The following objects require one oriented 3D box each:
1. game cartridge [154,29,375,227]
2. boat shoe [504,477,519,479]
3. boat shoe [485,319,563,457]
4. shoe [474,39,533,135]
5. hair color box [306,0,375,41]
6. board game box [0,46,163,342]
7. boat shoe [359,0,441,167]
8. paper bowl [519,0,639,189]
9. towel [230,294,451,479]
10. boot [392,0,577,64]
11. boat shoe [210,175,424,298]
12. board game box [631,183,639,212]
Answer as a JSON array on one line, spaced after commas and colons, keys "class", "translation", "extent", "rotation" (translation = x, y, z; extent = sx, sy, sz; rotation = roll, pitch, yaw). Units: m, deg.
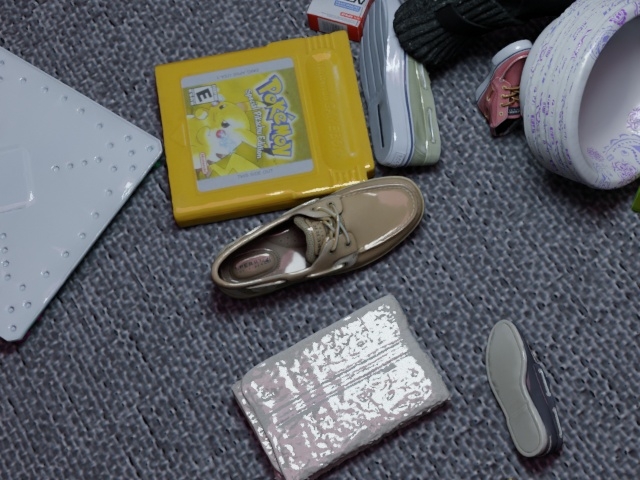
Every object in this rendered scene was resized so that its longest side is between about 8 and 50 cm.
[{"class": "game cartridge", "translation": [-0.090, -0.183, 1.794], "extent": [0.324, 0.052, 0.285], "rotation": [-12, 68, 2]}, {"class": "boat shoe", "translation": [0.274, 0.413, 1.526], "extent": [0.060, 0.064, 0.177], "rotation": [0, 75, 0]}, {"class": "boat shoe", "translation": [0.295, 0.213, 1.612], "extent": [0.065, 0.075, 0.206], "rotation": [10, 55, -37]}, {"class": "shoe", "translation": [0.291, -0.229, 1.713], "extent": [0.064, 0.178, 0.081], "rotation": [-13, 71, -17]}, {"class": "hair color box", "translation": [0.050, -0.423, 1.873], "extent": [0.093, 0.053, 0.167], "rotation": [17, 70, 12]}, {"class": "board game box", "translation": [-0.510, -0.085, 1.794], "extent": [0.390, 0.050, 0.390], "rotation": [31, 74, 15]}, {"class": "boat shoe", "translation": [0.127, -0.248, 1.786], "extent": [0.094, 0.109, 0.302], "rotation": [7, 68, -24]}, {"class": "paper bowl", "translation": [0.406, -0.228, 1.652], "extent": [0.284, 0.284, 0.148], "rotation": [-48, 45, -13]}, {"class": "towel", "translation": [0.028, 0.220, 1.629], "extent": [0.282, 0.049, 0.187], "rotation": [-27, 70, -7]}, {"class": "boot", "translation": [0.309, -0.370, 1.742], "extent": [0.348, 0.260, 0.131], "rotation": [6, 61, -32]}, {"class": "boat shoe", "translation": [0.000, 0.000, 1.669], "extent": [0.341, 0.110, 0.121], "rotation": [-25, 86, -1]}, {"class": "board game box", "translation": [0.516, -0.082, 1.628], "extent": [0.092, 0.181, 0.043], "rotation": [19, 72, 12]}]
